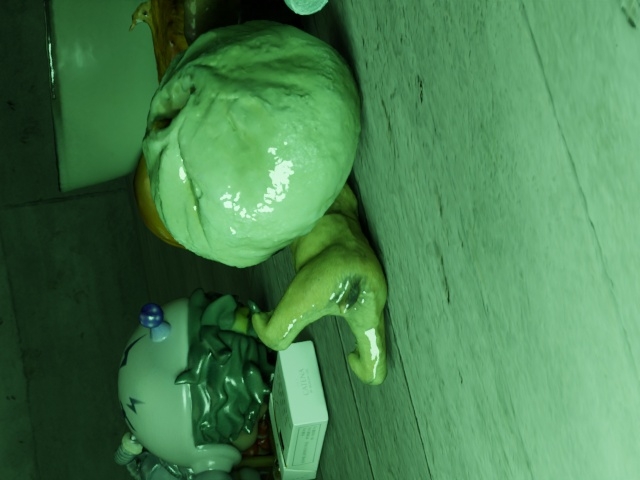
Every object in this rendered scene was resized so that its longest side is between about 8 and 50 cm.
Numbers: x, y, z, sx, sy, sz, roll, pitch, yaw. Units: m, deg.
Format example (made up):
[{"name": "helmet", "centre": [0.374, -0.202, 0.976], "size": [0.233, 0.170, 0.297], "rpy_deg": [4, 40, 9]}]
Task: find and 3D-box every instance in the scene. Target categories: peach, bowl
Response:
[{"name": "peach", "centre": [-0.138, -0.054, 2.133], "size": [0.138, 0.138, 0.138], "rpy_deg": [171, 90, -81]}, {"name": "bowl", "centre": [-0.217, -0.236, 2.201], "size": [0.354, 0.185, 0.354], "rpy_deg": [175, 90, -83]}]

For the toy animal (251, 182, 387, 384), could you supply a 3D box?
[{"name": "toy animal", "centre": [0.000, 0.000, 1.498], "size": [0.219, 0.103, 0.101], "rpy_deg": [-106, 30, -47]}]

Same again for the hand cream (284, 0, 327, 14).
[{"name": "hand cream", "centre": [-0.020, -0.248, 1.464], "size": [0.095, 0.046, 0.175], "rpy_deg": [94, 167, -55]}]

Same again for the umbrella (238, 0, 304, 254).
[{"name": "umbrella", "centre": [-0.052, -0.142, 1.652], "size": [0.118, 0.118, 0.340], "rpy_deg": [-115, 28, -60]}]

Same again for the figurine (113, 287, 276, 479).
[{"name": "figurine", "centre": [-0.133, 0.209, 2.188], "size": [0.382, 0.186, 0.261], "rpy_deg": [97, 157, -45]}]

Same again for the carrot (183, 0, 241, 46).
[{"name": "carrot", "centre": [-0.074, -0.282, 1.508], "size": [0.070, 0.070, 0.342], "rpy_deg": [-114, 29, -57]}]

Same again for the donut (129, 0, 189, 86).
[{"name": "donut", "centre": [-0.115, -0.133, 1.942], "size": [0.253, 0.118, 0.254], "rpy_deg": [173, 90, -79]}]

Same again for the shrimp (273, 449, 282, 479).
[{"name": "shrimp", "centre": [-0.035, 0.280, 2.141], "size": [0.059, 0.023, 0.108], "rpy_deg": [89, 172, -83]}]

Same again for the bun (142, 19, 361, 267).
[{"name": "bun", "centre": [-0.061, -0.078, 1.457], "size": [0.195, 0.118, 0.195], "rpy_deg": [-31, 47, 40]}]

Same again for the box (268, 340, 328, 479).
[{"name": "box", "centre": [-0.022, 0.166, 1.887], "size": [0.154, 0.040, 0.084], "rpy_deg": [102, 157, -62]}]
